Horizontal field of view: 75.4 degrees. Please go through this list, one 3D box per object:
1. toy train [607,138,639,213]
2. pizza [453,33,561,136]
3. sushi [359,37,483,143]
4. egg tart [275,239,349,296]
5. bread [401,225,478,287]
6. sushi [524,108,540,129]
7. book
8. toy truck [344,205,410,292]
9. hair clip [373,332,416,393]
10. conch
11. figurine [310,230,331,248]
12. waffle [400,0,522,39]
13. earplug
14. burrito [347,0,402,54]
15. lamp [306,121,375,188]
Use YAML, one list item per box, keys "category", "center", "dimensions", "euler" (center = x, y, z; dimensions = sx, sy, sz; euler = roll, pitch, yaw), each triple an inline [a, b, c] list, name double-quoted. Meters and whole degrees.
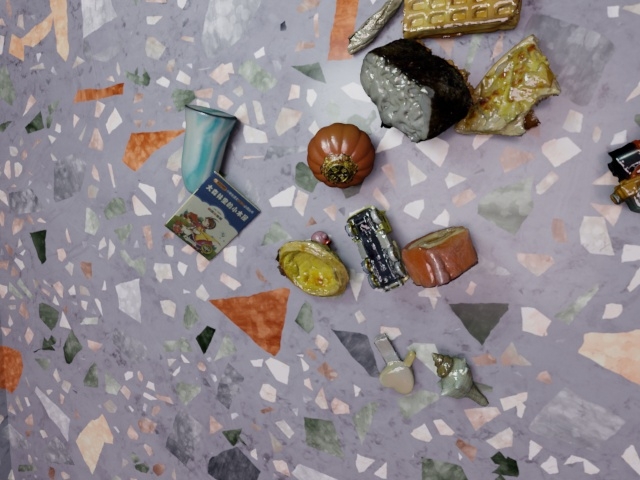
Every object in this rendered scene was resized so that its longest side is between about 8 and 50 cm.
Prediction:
- category: "toy train"
  center: [0.916, -0.212, 1.029]
  dimensions: [0.369, 0.163, 0.231]
  euler: [-26, 75, 23]
- category: "pizza"
  center: [0.524, -0.411, 1.151]
  dimensions: [0.323, 0.089, 0.223]
  euler: [-52, 46, 19]
- category: "sushi"
  center: [0.272, -0.439, 1.225]
  dimensions: [0.207, 0.234, 0.348]
  euler: [-29, 65, -19]
- category: "egg tart"
  center: [-0.022, 0.089, 1.442]
  dimensions: [0.279, 0.095, 0.279]
  euler: [18, 138, 18]
- category: "bread"
  center: [0.367, 0.041, 1.247]
  dimensions: [0.190, 0.244, 0.123]
  euler: [-6, 105, 58]
- category: "sushi"
  center: [0.580, -0.368, 1.195]
  dimensions: [0.118, 0.061, 0.060]
  euler: [41, 91, -8]
- category: "book"
  center: [-0.418, -0.085, 1.589]
  dimensions: [0.228, 0.018, 0.322]
  euler: [41, 113, -18]
- category: "toy truck"
  center: [0.199, 0.030, 1.348]
  dimensions: [0.124, 0.157, 0.272]
  euler: [-29, 74, 25]
- category: "hair clip"
  center: [0.263, 0.425, 1.425]
  dimensions: [0.159, 0.071, 0.218]
  euler: [-27, 91, 20]
- category: "conch"
  center: [0.429, 0.459, 1.339]
  dimensions: [0.137, 0.114, 0.233]
  euler: [-18, 96, 36]
- category: "figurine"
  center: [0.000, 0.000, 1.461]
  dimensions: [0.071, 0.067, 0.083]
  euler: [54, 145, 17]
- category: "waffle"
  center: [0.404, -0.710, 1.195]
  dimensions: [0.328, 0.098, 0.224]
  euler: [4, 98, 23]
- category: "earplug"
  center: [-0.435, -0.321, 1.543]
  dimensions: [0.185, 0.185, 0.324]
  euler: [23, 111, 17]
- category: "burrito"
  center: [0.168, -0.684, 1.304]
  dimensions: [0.229, 0.058, 0.063]
  euler: [-42, 66, 30]
- category: "lamp"
  center: [0.065, -0.270, 1.331]
  dimensions: [0.223, 0.196, 0.223]
  euler: [5, 135, 5]
